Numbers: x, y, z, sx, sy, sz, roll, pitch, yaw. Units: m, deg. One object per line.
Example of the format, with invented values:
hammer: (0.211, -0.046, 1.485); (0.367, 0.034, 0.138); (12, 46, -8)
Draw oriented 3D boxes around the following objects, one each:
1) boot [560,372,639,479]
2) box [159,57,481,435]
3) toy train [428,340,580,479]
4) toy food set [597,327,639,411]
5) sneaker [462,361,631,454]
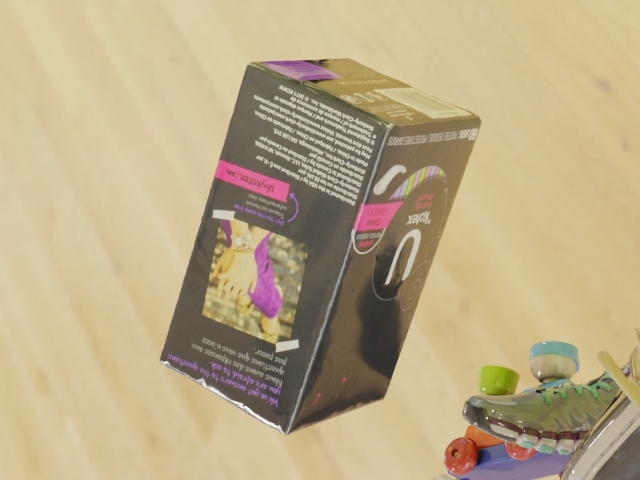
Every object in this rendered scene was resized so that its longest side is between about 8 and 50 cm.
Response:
boot: (0.322, 0.244, 1.322); (0.284, 0.138, 0.377); (34, 143, 17)
box: (0.000, 0.000, 1.403); (0.143, 0.165, 0.270); (27, 110, 27)
toy train: (0.182, 0.201, 1.855); (0.248, 0.105, 0.143); (-22, 50, 43)
toy food set: (0.216, 0.071, 0.950); (0.078, 0.122, 0.019); (54, 149, 37)
sneaker: (0.243, 0.150, 1.588); (0.083, 0.223, 0.098); (-151, 74, -77)
